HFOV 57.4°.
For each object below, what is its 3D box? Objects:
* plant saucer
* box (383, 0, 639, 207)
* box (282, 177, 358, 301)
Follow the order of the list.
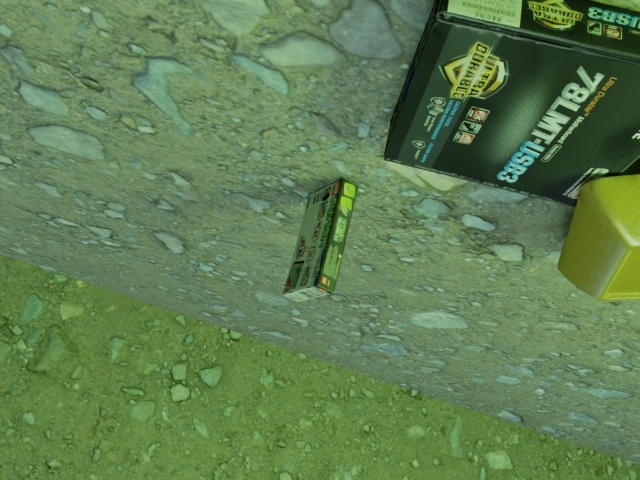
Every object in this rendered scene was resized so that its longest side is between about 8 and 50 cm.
[{"bbox_3d":[0.532,0.011,0.829,0.332,0.081,0.333,-3,155,14],"label":"plant saucer"},{"bbox_3d":[0.247,-0.160,0.705,0.293,0.073,0.295,15,158,0],"label":"box"},{"bbox_3d":[0.000,0.000,1.032,0.036,0.207,0.114,27,154,-27],"label":"box"}]
